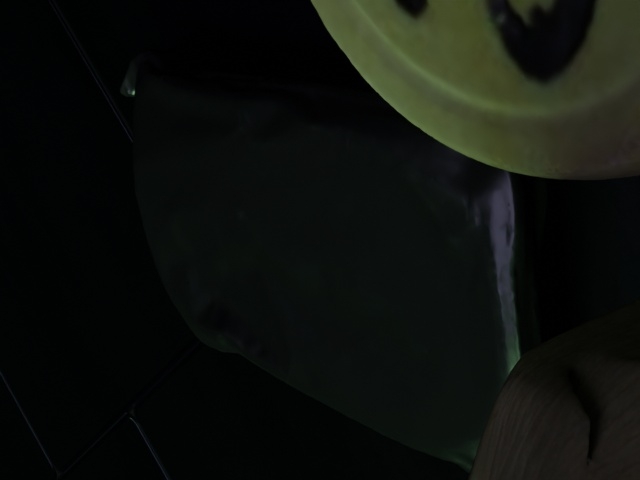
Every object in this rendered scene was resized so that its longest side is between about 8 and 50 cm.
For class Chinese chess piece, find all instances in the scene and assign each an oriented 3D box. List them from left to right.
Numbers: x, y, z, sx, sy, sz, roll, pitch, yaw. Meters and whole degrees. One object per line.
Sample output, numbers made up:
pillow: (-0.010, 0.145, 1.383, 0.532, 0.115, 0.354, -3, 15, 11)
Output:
Chinese chess piece: (0.086, -0.148, 0.439, 0.257, 0.104, 0.257, 33, 137, 38)

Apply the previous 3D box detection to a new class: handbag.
handbag: (-0.002, 0.000, 0.684, 0.332, 0.075, 0.191, 19, 126, 49)

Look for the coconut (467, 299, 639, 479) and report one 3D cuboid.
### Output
coconut: (0.138, 0.121, 0.438, 0.224, 0.224, 0.224, 33, 136, 39)
